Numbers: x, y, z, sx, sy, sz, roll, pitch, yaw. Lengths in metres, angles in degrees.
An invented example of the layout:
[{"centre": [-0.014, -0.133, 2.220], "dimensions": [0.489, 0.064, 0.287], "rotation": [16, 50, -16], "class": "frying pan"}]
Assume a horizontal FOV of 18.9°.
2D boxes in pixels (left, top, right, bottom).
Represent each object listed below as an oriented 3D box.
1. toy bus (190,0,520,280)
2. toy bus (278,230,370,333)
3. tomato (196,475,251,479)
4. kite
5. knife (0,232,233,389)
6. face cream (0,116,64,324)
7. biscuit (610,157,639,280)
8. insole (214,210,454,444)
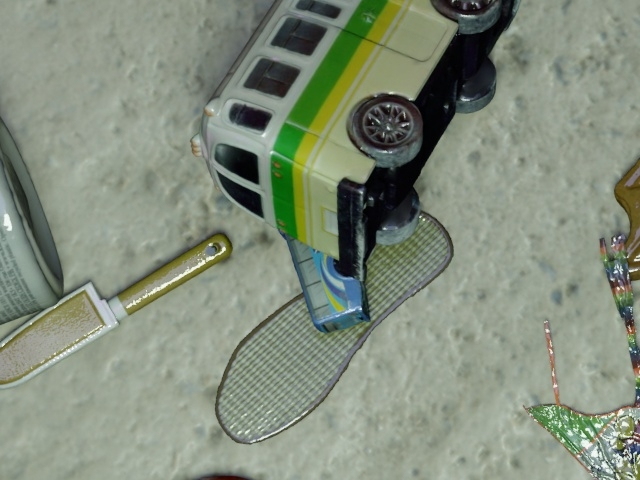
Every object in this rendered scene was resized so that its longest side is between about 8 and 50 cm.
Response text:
[{"centre": [0.038, -0.144, 1.560], "dimensions": [0.179, 0.143, 0.305], "rotation": [24, 64, 16], "class": "toy bus"}, {"centre": [0.000, 0.000, 1.601], "dimensions": [0.061, 0.051, 0.153], "rotation": [-20, 72, 3], "class": "toy bus"}, {"centre": [-0.081, 0.265, 1.529], "dimensions": [0.139, 0.091, 0.159], "rotation": [-16, 78, 2], "class": "tomato"}, {"centre": [0.262, 0.115, 1.566], "dimensions": [0.198, 0.006, 0.244], "rotation": [-6, 83, 11], "class": "kite"}, {"centre": [-0.189, 0.059, 1.620], "dimensions": [0.256, 0.022, 0.046], "rotation": [-31, 85, 2], "class": "knife"}, {"centre": [-0.306, -0.007, 1.565], "dimensions": [0.153, 0.177, 0.177], "rotation": [-19, 76, -2], "class": "face cream"}, {"centre": [0.336, -0.025, 1.593], "dimensions": [0.215, 0.034, 0.182], "rotation": [-30, 76, -3], "class": "biscuit"}, {"centre": [0.008, 0.069, 1.611], "dimensions": [0.253, 0.005, 0.086], "rotation": [-44, 78, -6], "class": "insole"}]
